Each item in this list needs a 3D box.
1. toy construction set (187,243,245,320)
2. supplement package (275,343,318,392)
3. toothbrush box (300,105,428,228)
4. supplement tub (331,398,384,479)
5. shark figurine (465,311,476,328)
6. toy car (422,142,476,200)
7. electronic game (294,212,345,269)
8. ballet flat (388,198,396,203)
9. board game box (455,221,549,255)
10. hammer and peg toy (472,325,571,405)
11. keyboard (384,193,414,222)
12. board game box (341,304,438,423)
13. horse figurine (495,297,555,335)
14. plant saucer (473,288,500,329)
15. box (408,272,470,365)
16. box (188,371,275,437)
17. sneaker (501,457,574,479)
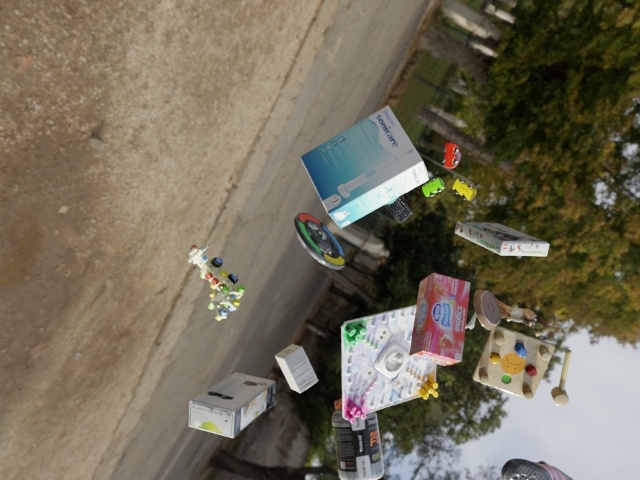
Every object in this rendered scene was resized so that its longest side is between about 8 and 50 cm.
[{"bbox_3d":[-0.447,0.163,2.170,0.151,0.327,0.215,-31,179,24],"label":"toy construction set"},{"bbox_3d":[-0.107,0.570,2.301,0.105,0.179,0.105,-29,-170,-26],"label":"supplement package"},{"bbox_3d":[0.125,-0.208,1.477,0.296,0.216,0.126,-30,155,9],"label":"toothbrush box"},{"bbox_3d":[0.152,0.825,2.152,0.193,0.194,0.316,95,-12,-81],"label":"supplement tub"},{"bbox_3d":[0.584,0.381,2.401,0.166,0.278,0.116,-15,94,-64],"label":"shark figurine"},{"bbox_3d":[0.495,-0.241,2.023,0.053,0.239,0.225,-15,170,-39],"label":"toy car"},{"bbox_3d":[0.000,0.000,1.680,0.048,0.229,0.229,-41,-177,21],"label":"electronic game"},{"bbox_3d":[0.179,-0.163,1.636,0.203,0.074,0.074,3,119,-56],"label":"ballet flat"},{"bbox_3d":[0.662,-0.010,1.908,0.305,0.193,0.053,-135,-132,-68],"label":"board game box"},{"bbox_3d":[0.834,0.505,2.085,0.127,0.361,0.265,-42,149,-74],"label":"hammer and peg toy"},{"bbox_3d":[0.320,-0.172,2.172,0.108,0.180,0.023,-40,-177,3],"label":"keyboard"},{"bbox_3d":[0.261,0.432,1.824,0.050,0.390,0.389,-143,-132,-60],"label":"board game box"},{"bbox_3d":[0.811,0.311,2.111,0.174,0.263,0.066,-43,144,-66],"label":"horse figurine"},{"bbox_3d":[0.669,0.270,2.047,0.029,0.168,0.168,-25,-157,42],"label":"plant saucer"},{"bbox_3d":[0.370,0.246,1.601,0.122,0.128,0.256,118,-13,-68],"label":"box"},{"bbox_3d":[-0.286,0.536,1.706,0.290,0.169,0.087,-11,106,-70],"label":"box"},{"bbox_3d":[0.606,0.665,1.437,0.112,0.319,0.131,-47,-159,18],"label":"sneaker"}]
